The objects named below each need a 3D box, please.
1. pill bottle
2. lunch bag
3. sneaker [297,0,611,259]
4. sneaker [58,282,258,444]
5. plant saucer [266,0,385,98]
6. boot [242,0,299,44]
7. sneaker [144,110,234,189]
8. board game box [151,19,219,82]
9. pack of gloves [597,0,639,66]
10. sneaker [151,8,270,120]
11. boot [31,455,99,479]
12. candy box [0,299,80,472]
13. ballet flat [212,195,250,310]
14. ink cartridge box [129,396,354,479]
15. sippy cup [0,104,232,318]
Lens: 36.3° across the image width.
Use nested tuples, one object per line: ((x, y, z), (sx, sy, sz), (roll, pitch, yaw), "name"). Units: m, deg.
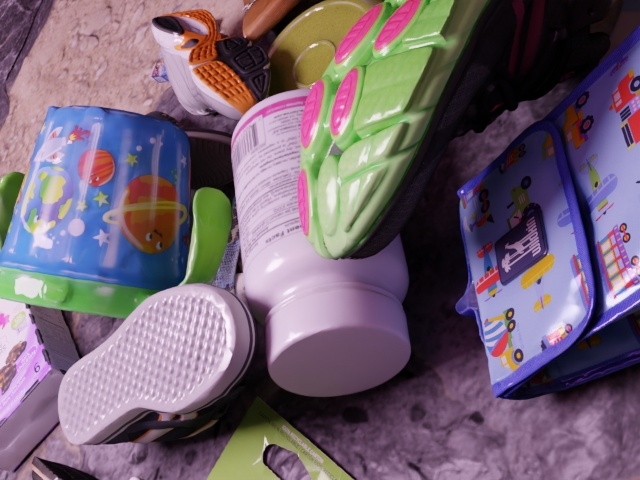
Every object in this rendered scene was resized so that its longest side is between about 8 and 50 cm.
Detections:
((0.000, 0.000, 0.977), (0.160, 0.160, 0.283), (-28, 51, 25), "pill bottle")
((0.234, -0.007, 0.830), (0.293, 0.138, 0.221), (-37, 46, 35), "lunch bag")
((0.153, -0.174, 0.861), (0.483, 0.202, 0.185), (-56, 27, -6), "sneaker")
((-0.143, 0.130, 1.008), (0.321, 0.127, 0.126), (-28, 65, 43), "sneaker")
((0.001, -0.206, 1.185), (0.240, 0.037, 0.241), (-21, 53, 31), "plant saucer")
((0.001, -0.350, 1.199), (0.280, 0.096, 0.264), (-38, 35, 17), "boot")
((-0.181, -0.129, 1.265), (0.221, 0.083, 0.118), (-1, 36, 22), "sneaker")
((-0.194, -0.273, 1.402), (0.090, 0.020, 0.090), (0, 65, 41), "board game box")
((0.276, -0.254, 0.974), (0.195, 0.046, 0.232), (7, 71, 43), "pack of gloves")
((-0.132, -0.200, 1.248), (0.099, 0.121, 0.262), (-18, 39, -19), "sneaker")
((-0.287, 0.337, 1.092), (0.197, 0.076, 0.137), (20, 85, 46), "boot")
((-0.402, 0.172, 1.282), (0.165, 0.070, 0.196), (-48, 45, 9), "candy box")
((-0.082, 0.026, 1.105), (0.070, 0.070, 0.189), (-8, 64, 37), "ballet flat")
((-0.109, 0.288, 0.949), (0.188, 0.097, 0.255), (31, 88, 46), "ink cartridge box")
((-0.246, -0.032, 1.118), (0.305, 0.240, 0.224), (8, 87, 0), "sippy cup")
